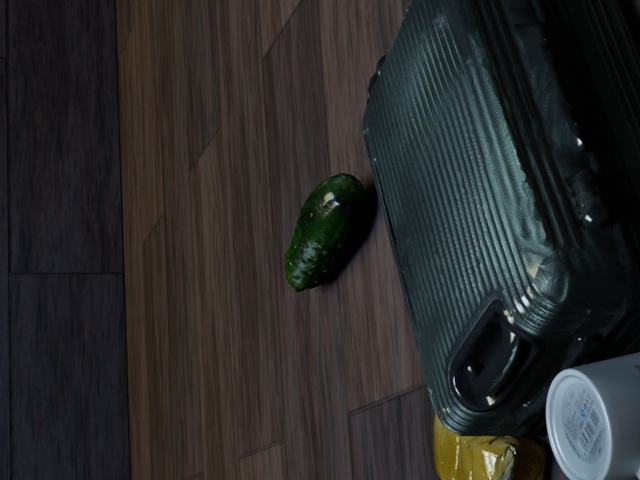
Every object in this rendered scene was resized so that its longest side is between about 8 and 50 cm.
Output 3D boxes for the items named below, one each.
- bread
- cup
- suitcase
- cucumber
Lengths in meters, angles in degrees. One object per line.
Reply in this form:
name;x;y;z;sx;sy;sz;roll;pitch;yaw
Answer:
bread;0.121;0.163;0.950;0.132;0.053;0.074;-137;50;-70
cup;0.187;0.098;0.649;0.104;0.116;0.074;-120;32;-46
suitcase;0.126;-0.042;0.811;0.202;0.128;0.312;113;152;-52
cucumber;0.000;0.000;1.328;0.227;0.069;0.069;117;148;-60
